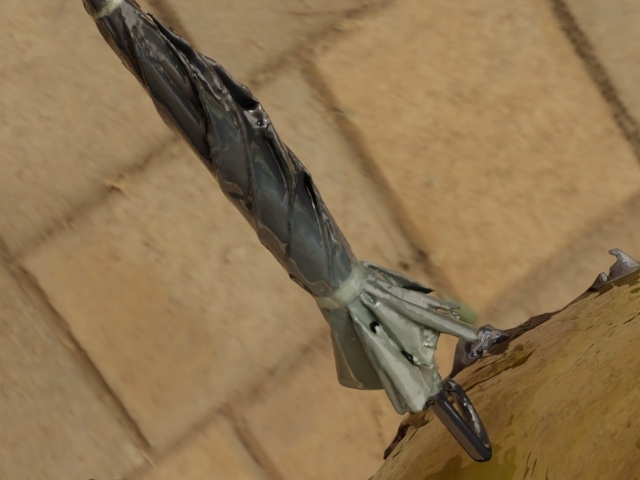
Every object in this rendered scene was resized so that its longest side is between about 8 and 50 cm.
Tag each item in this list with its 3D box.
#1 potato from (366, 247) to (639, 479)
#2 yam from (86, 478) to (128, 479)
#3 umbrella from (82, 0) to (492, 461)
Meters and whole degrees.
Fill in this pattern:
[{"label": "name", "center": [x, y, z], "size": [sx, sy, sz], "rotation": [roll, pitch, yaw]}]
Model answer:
[{"label": "potato", "center": [0.145, 0.124, 0.739], "size": [0.397, 0.296, 0.290], "rotation": [-4, 81, 15]}, {"label": "yam", "center": [-0.122, 0.293, 1.282], "size": [0.131, 0.131, 0.280], "rotation": [-14, 67, -17]}, {"label": "umbrella", "center": [0.002, 0.004, 0.522], "size": [0.044, 0.044, 0.269], "rotation": [-26, 143, 11]}]
